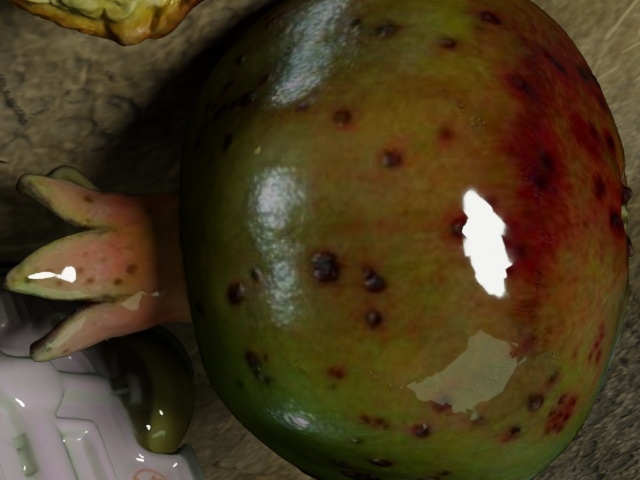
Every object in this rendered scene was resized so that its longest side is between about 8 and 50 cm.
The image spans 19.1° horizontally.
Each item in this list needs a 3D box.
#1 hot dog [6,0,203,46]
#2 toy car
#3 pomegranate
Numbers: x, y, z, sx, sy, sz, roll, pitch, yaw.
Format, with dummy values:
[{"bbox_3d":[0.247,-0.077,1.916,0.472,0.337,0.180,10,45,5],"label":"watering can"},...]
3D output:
[{"bbox_3d":[-0.134,-0.179,0.778,0.175,0.114,0.259,-37,147,26],"label":"hot dog"},{"bbox_3d":[-0.186,0.194,1.092,0.242,0.336,0.226,5,139,-43],"label":"toy car"},{"bbox_3d":[0.016,0.014,1.043,0.323,0.291,0.291,-25,152,21],"label":"pomegranate"}]
